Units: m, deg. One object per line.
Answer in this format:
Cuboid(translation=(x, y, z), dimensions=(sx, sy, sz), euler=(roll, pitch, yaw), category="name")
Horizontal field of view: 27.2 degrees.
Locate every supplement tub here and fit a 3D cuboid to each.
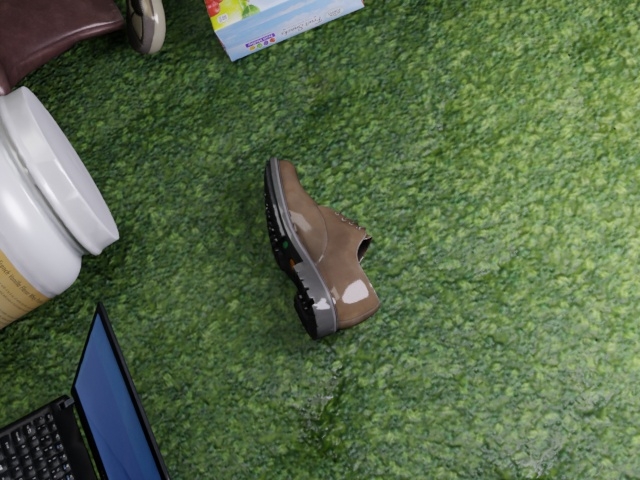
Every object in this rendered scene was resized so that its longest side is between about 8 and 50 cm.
Cuboid(translation=(-0.399, -0.002, 1.406), dimensions=(0.316, 0.228, 0.228), euler=(-31, 57, -1), category="supplement tub")

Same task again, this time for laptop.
Cuboid(translation=(-0.268, 0.237, 1.284), dimensions=(0.264, 0.136, 0.234), euler=(-28, 57, 1), category="laptop")

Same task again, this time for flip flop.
Cuboid(translation=(-0.203, -0.343, 1.618), dimensions=(0.080, 0.112, 0.277), euler=(-3, 55, -14), category="flip flop")

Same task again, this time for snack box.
Cuboid(translation=(-0.061, -0.337, 1.581), dimensions=(0.175, 0.070, 0.207), euler=(-21, 59, 6), category="snack box")

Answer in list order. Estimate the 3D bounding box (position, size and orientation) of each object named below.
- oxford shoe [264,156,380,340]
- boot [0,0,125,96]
Cuboid(translation=(0.000, 0.000, 1.378), dimensions=(0.096, 0.082, 0.227), euler=(-16, 57, -13), category="oxford shoe")
Cuboid(translation=(-0.331, -0.242, 1.557), dimensions=(0.207, 0.090, 0.248), euler=(-15, 41, -16), category="boot")
